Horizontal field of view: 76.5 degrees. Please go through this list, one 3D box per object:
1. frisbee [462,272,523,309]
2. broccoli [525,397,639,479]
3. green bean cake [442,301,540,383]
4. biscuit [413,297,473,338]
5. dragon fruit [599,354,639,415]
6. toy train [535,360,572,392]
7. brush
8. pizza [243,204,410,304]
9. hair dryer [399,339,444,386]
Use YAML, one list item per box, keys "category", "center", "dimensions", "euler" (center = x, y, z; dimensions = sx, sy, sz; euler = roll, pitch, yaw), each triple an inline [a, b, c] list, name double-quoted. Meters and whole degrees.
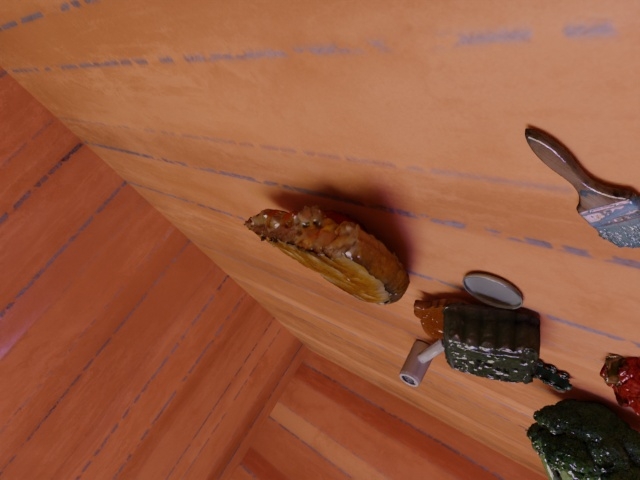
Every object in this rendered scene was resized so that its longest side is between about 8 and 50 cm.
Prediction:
- category: "frisbee"
  center: [0.319, 0.093, 0.754]
  dimensions: [0.110, 0.014, 0.110]
  euler: [28, 159, 12]
- category: "broccoli"
  center: [0.593, 0.496, 0.901]
  dimensions: [0.270, 0.269, 0.270]
  euler: [14, -179, 0]
- category: "green bean cake"
  center: [0.337, 0.211, 0.814]
  dimensions: [0.182, 0.094, 0.173]
  euler: [5, 146, 24]
- category: "biscuit"
  center: [0.303, 0.189, 0.953]
  dimensions: [0.183, 0.043, 0.280]
  euler: [25, 160, 12]
- category: "dragon fruit"
  center: [0.545, 0.261, 0.705]
  dimensions: [0.106, 0.083, 0.162]
  euler: [21, 159, 38]
- category: "toy train"
  center: [0.507, 0.304, 0.916]
  dimensions: [0.103, 0.044, 0.064]
  euler: [26, 169, 19]
- category: "brush"
  center: [0.292, -0.058, 0.444]
  dimensions: [0.196, 0.021, 0.070]
  euler: [39, 160, -9]
- category: "pizza"
  center: [0.000, 0.000, 0.872]
  dimensions: [0.406, 0.130, 0.440]
  euler: [26, 169, 22]
- category: "hair dryer"
  center: [0.322, 0.344, 1.200]
  dimensions: [0.073, 0.131, 0.236]
  euler: [35, 147, 6]
